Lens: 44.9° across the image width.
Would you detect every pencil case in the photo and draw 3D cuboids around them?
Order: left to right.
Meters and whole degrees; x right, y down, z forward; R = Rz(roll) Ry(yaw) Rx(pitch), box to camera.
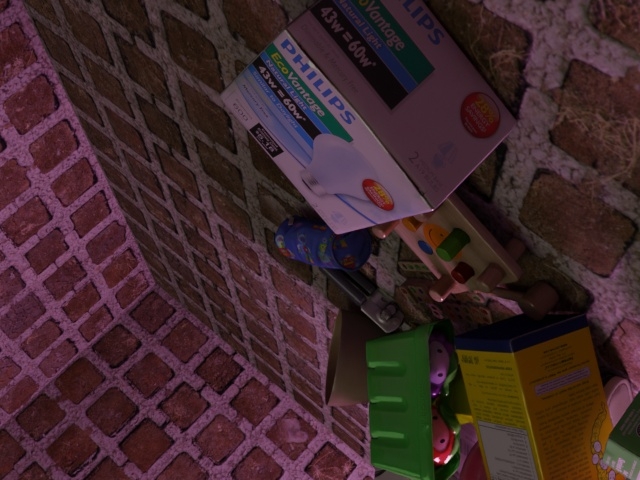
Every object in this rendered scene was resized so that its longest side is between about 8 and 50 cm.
[{"bbox_3d":[0.000,0.000,1.994,0.306,0.119,0.133,10,129,56],"label":"pencil case"}]

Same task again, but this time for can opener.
[{"bbox_3d":[0.111,0.149,2.125,0.280,0.074,0.093,43,160,5],"label":"can opener"}]

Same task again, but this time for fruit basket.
[{"bbox_3d":[0.311,0.365,1.793,0.392,0.392,0.283,37,-168,20],"label":"fruit basket"}]

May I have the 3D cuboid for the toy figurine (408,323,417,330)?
[{"bbox_3d":[0.295,0.322,2.031,0.209,0.148,0.213,52,161,-3],"label":"toy figurine"}]

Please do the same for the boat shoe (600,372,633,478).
[{"bbox_3d":[0.590,0.398,1.642,0.113,0.127,0.340,24,149,44],"label":"boat shoe"}]

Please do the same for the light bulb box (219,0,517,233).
[{"bbox_3d":[0.064,-0.224,1.318,0.358,0.225,0.361,49,159,-10],"label":"light bulb box"}]

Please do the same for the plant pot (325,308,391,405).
[{"bbox_3d":[0.129,0.356,2.271,0.191,0.284,0.284,9,157,-4],"label":"plant pot"}]

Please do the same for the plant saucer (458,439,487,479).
[{"bbox_3d":[0.501,0.624,1.973,0.084,0.332,0.332,33,166,-27],"label":"plant saucer"}]

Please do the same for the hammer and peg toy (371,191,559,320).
[{"bbox_3d":[0.279,0.038,1.540,0.361,0.127,0.266,48,159,-8],"label":"hammer and peg toy"}]

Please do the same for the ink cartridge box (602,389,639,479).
[{"bbox_3d":[0.666,0.362,1.316,0.289,0.211,0.121,32,155,31],"label":"ink cartridge box"}]

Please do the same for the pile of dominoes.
[{"bbox_3d":[0.287,0.133,1.824,0.196,0.040,0.251,52,158,-19],"label":"pile of dominoes"}]

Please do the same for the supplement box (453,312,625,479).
[{"bbox_3d":[0.431,0.338,1.533,0.194,0.195,0.356,-11,93,66],"label":"supplement box"}]

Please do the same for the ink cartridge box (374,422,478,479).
[{"bbox_3d":[0.296,0.640,2.135,0.166,0.394,0.285,-24,133,36],"label":"ink cartridge box"}]
